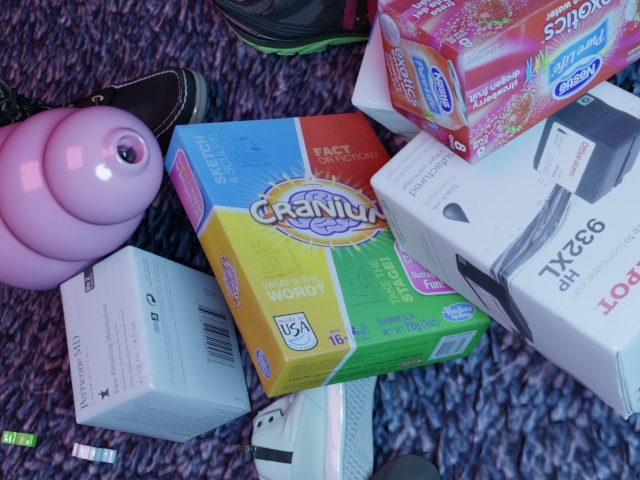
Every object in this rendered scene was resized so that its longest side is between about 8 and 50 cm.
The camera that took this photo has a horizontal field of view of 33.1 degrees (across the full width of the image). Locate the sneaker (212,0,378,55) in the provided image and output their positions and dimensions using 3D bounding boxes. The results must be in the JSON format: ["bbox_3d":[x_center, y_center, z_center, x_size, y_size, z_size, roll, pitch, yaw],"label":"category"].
[{"bbox_3d":[0.049,-0.328,1.236,0.483,0.202,0.185,-10,70,34],"label":"sneaker"}]

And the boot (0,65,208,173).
[{"bbox_3d":[-0.366,-0.161,1.428,0.377,0.284,0.138,-20,63,31],"label":"boot"}]

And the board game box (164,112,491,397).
[{"bbox_3d":[0.000,0.000,1.142,0.316,0.242,0.064,61,145,32],"label":"board game box"}]

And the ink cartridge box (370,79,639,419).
[{"bbox_3d":[0.236,-0.023,1.004,0.223,0.129,0.307,-43,51,-11],"label":"ink cartridge box"}]

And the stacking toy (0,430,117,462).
[{"bbox_3d":[-0.367,0.342,1.411,0.221,0.052,0.167,2,76,37],"label":"stacking toy"}]

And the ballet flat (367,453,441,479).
[{"bbox_3d":[0.038,0.347,1.084,0.095,0.096,0.280,29,94,15],"label":"ballet flat"}]

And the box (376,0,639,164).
[{"bbox_3d":[0.191,-0.200,0.977,0.257,0.128,0.122,-32,49,-18],"label":"box"}]

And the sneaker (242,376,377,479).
[{"bbox_3d":[-0.015,0.154,1.192,0.151,0.094,0.256,-7,70,38],"label":"sneaker"}]

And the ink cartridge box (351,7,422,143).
[{"bbox_3d":[0.127,-0.172,1.135,0.082,0.190,0.139,11,82,37],"label":"ink cartridge box"}]

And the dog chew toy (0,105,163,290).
[{"bbox_3d":[-0.293,-0.059,1.244,0.332,0.206,0.206,-19,63,50],"label":"dog chew toy"}]

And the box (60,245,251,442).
[{"bbox_3d":[-0.194,0.127,1.273,0.119,0.182,0.181,-28,61,25],"label":"box"}]
